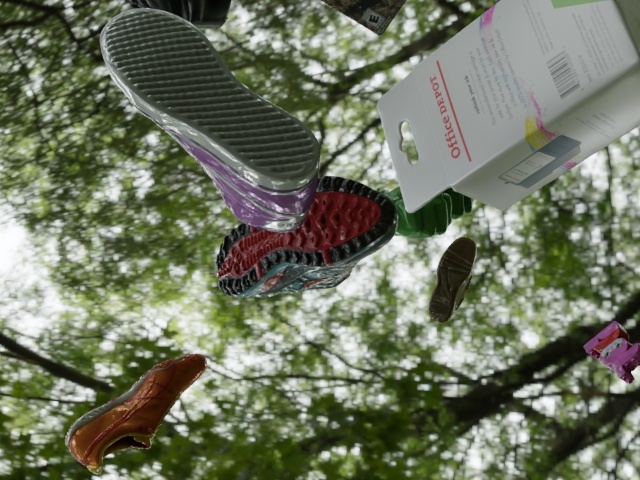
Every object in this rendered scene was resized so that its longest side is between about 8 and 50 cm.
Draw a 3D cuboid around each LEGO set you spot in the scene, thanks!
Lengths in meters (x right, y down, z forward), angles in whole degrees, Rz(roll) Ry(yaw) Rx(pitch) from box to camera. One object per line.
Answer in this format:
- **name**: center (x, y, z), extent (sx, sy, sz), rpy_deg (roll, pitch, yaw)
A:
- **LEGO set**: center (0.412, 0.094, 1.092), extent (0.087, 0.227, 0.093), rpy_deg (32, -155, -30)

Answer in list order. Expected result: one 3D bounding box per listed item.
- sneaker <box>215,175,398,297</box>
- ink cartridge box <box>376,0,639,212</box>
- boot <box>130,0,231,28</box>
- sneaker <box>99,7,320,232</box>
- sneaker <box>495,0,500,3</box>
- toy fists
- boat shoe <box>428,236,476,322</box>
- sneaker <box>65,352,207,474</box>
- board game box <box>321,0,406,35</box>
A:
- **sneaker**: center (0.000, 0.000, 1.170), extent (0.125, 0.262, 0.104), rpy_deg (11, -112, -44)
- **ink cartridge box**: center (0.251, -0.182, 1.286), extent (0.119, 0.353, 0.207), rpy_deg (18, -131, -43)
- **boot**: center (-0.201, -0.334, 1.551), extent (0.207, 0.094, 0.246), rpy_deg (-21, -80, -62)
- **sneaker**: center (-0.121, -0.111, 1.053), extent (0.102, 0.161, 0.282), rpy_deg (-40, -108, -20)
- **sneaker**: center (0.452, -0.380, 1.644), extent (0.134, 0.344, 0.146), rpy_deg (-12, -68, -59)
- **toy fists**: center (0.199, -0.076, 1.914), extent (0.279, 0.142, 0.096), rpy_deg (-31, -51, -57)
- **boat shoe**: center (0.194, 0.053, 1.466), extent (0.045, 0.050, 0.135), rpy_deg (-22, -43, -60)
- **sneaker**: center (-0.185, 0.184, 1.075), extent (0.175, 0.064, 0.067), rpy_deg (-37, -107, -27)
- **board game box**: center (0.042, -0.519, 1.643), extent (0.291, 0.232, 0.141), rpy_deg (28, -147, -13)
